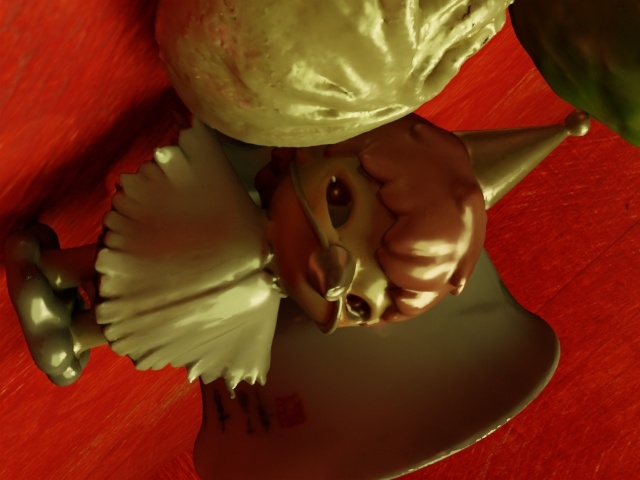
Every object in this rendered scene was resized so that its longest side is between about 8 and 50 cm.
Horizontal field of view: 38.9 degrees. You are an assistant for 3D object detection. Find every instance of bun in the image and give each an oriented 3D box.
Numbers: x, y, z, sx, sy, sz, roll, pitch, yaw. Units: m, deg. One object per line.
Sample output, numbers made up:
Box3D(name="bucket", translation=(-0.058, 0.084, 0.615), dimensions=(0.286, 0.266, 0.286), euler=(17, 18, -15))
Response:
Box3D(name="bun", translation=(0.024, -0.134, 0.482), dimensions=(0.231, 0.133, 0.231), euler=(-41, 170, -9))

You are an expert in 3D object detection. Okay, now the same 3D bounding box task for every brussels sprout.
Box3D(name="brussels sprout", translation=(0.314, -0.226, 0.757), dimensions=(0.355, 0.281, 0.289), euler=(-25, 151, -54))

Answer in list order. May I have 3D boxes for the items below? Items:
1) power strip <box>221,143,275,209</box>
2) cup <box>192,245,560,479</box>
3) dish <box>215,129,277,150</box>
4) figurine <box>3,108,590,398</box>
Box3D(name="power strip", translation=(-0.026, -0.057, 0.864), dimensions=(0.091, 0.062, 0.385), euler=(-42, 171, 25))
Box3D(name="cup", translation=(0.023, 0.067, 0.813), dimensions=(0.347, 0.163, 0.347), euler=(-18, -168, 4))
Box3D(name="dish", translation=(-0.009, -0.100, 0.671), dimensions=(0.141, 0.078, 0.141), euler=(-40, 171, -8))
Box3D(name="figurine", translation=(0.000, 0.000, 0.600), dimensions=(0.387, 0.207, 0.166), euler=(-13, -160, -3))
